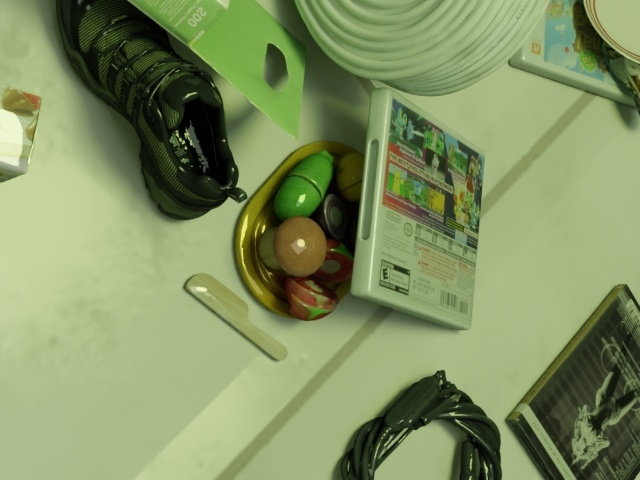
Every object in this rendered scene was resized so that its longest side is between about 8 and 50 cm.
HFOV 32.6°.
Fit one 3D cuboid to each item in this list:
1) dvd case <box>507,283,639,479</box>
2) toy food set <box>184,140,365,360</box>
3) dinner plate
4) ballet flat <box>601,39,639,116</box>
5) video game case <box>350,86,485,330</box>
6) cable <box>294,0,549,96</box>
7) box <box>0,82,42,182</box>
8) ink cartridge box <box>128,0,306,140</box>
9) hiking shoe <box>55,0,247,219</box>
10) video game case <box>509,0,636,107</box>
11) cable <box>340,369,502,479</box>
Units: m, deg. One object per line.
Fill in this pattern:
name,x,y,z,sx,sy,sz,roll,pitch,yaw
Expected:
dvd case,0.303,0.178,1.163,0.221,0.018,0.164,-43,108,-30
toy food set,0.000,0.000,0.957,0.128,0.071,0.218,48,62,-19
dinner plate,0.345,-0.242,1.191,0.141,0.017,0.141,10,58,-16
ballet flat,0.351,-0.178,1.195,0.041,0.041,0.114,-42,106,-29
video game case,0.095,-0.022,1.005,0.201,0.023,0.183,22,71,-54
cable,0.086,-0.256,0.930,0.089,0.257,0.257,-1,72,-51
box,-0.356,-0.111,0.746,0.324,0.067,0.063,16,76,-31
ink cartridge box,-0.085,-0.209,0.890,0.235,0.056,0.171,37,31,-22
hiking shoe,-0.124,-0.127,0.867,0.086,0.114,0.227,-37,104,-31
video game case,0.300,-0.261,1.211,0.212,0.023,0.193,11,78,-31
cable,0.094,0.220,1.013,0.184,0.047,0.150,-43,112,-32
